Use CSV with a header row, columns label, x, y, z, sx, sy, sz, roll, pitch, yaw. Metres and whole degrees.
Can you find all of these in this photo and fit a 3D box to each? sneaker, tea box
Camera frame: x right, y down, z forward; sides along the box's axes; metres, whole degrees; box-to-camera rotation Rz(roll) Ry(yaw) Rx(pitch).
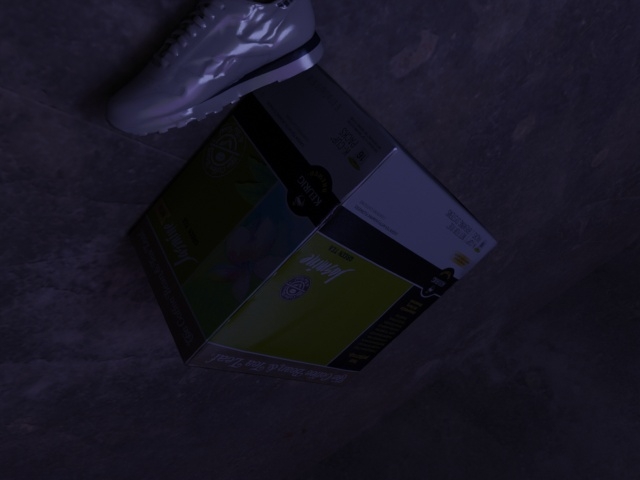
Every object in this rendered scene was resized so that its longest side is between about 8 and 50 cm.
label,x,y,z,sx,sy,sz,roll,pitch,yaw
sneaker,-0.112,-0.186,0.550,0.235,0.090,0.095,-32,133,-13
tea box,0.000,0.000,0.730,0.323,0.220,0.329,-46,144,12
